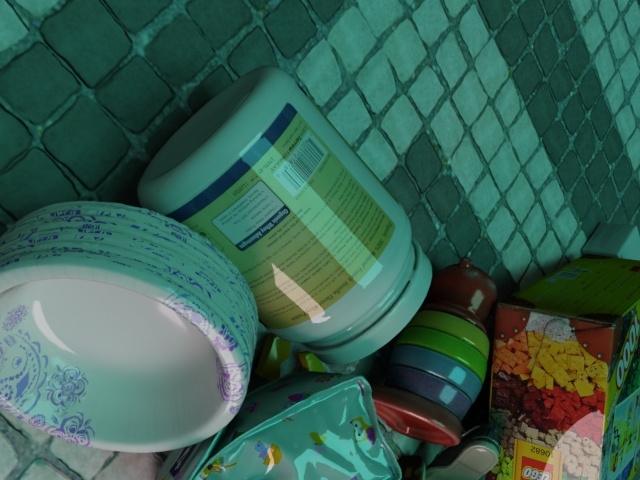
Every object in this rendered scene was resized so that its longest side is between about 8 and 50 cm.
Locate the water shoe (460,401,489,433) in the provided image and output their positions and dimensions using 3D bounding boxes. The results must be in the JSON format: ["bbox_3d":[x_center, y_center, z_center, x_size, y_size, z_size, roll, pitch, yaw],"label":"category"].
[{"bbox_3d":[0.326,0.364,1.356,0.203,0.080,0.073,36,72,-38],"label":"water shoe"}]

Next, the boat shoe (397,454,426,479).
[{"bbox_3d":[0.141,0.418,1.161,0.190,0.068,0.072,-24,106,-67],"label":"boat shoe"}]

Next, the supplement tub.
[{"bbox_3d":[-0.034,-0.022,0.863,0.316,0.228,0.228,47,64,-22],"label":"supplement tub"}]

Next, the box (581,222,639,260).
[{"bbox_3d":[0.652,0.031,1.599,0.101,0.087,0.102,-46,122,-28],"label":"box"}]

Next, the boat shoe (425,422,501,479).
[{"bbox_3d":[0.239,0.377,1.231,0.075,0.206,0.065,33,43,-2],"label":"boat shoe"}]

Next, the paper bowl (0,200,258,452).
[{"bbox_3d":[-0.204,0.079,0.742,0.284,0.284,0.148,54,28,-32],"label":"paper bowl"}]

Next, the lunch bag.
[{"bbox_3d":[-0.076,0.261,0.863,0.262,0.223,0.160,-20,89,-20],"label":"lunch bag"}]

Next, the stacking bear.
[{"bbox_3d":[0.200,0.169,1.180,0.175,0.164,0.289,43,63,-37],"label":"stacking bear"}]

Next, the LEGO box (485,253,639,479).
[{"bbox_3d":[0.498,0.255,1.342,0.500,0.193,0.372,-15,109,-53],"label":"LEGO box"}]

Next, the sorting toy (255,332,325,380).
[{"bbox_3d":[-0.067,0.298,1.035,0.229,0.041,0.307,25,78,-36],"label":"sorting toy"}]
